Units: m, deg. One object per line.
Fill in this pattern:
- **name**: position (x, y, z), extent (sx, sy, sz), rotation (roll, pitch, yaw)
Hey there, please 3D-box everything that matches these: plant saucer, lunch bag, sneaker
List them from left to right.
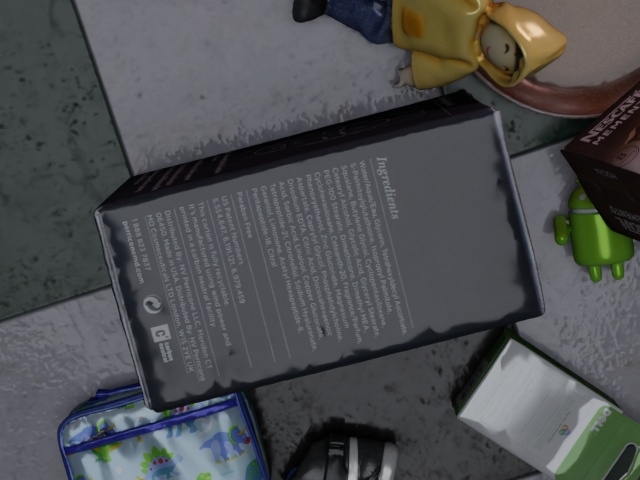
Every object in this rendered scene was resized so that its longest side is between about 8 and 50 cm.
- **lunch bag**: position (-0.173, 0.238, 1.787), extent (0.219, 0.090, 0.176), rotation (-15, 95, 1)
- **sneaker**: position (0.006, 0.319, 1.807), extent (0.121, 0.079, 0.216), rotation (14, 89, 1)
- **plant saucer**: position (0.277, -0.287, 1.733), extent (0.311, 0.050, 0.310), rotation (0, 98, -1)

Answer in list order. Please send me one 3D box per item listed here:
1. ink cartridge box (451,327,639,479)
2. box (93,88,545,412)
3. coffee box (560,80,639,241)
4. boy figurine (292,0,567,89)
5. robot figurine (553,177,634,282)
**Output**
- **ink cartridge box**: position (0.262, 0.201, 1.792), extent (0.209, 0.062, 0.109), rotation (33, 97, -4)
- **box**: position (0.000, 0.000, 1.650), extent (0.396, 0.293, 0.212), rotation (-15, 98, 3)
- **coffee box**: position (0.417, -0.129, 1.648), extent (0.297, 0.168, 0.119), rotation (-40, 113, -8)
- **boy figurine**: position (0.113, -0.226, 1.672), extent (0.285, 0.092, 0.177), rotation (25, 129, 19)
- **robot figurine**: position (0.306, -0.014, 1.760), extent (0.101, 0.067, 0.115), rotation (-6, 97, 12)
